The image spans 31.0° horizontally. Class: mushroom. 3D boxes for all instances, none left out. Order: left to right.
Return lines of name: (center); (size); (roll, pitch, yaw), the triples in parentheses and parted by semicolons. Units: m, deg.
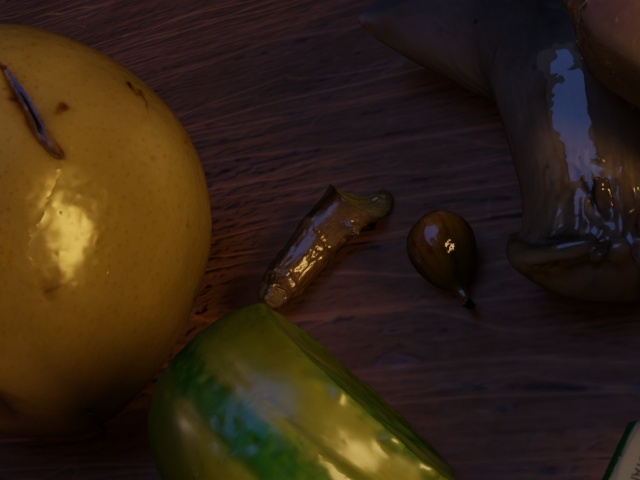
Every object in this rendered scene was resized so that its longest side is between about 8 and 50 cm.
mushroom: (0.159, -0.116, 0.821); (0.177, 0.126, 0.397); (-41, 35, 14)

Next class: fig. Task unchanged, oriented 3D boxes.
fig: (0.089, 0.017, 0.801); (0.050, 0.050, 0.083); (-29, 51, 11)

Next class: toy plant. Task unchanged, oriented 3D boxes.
toy plant: (-0.081, 0.200, 0.651); (0.224, 0.184, 0.316); (39, 90, 35)

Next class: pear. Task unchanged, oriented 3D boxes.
pear: (-0.235, -0.003, 0.888); (0.309, 0.309, 0.309); (-22, 39, 19)

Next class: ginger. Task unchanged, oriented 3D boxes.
ginger: (-0.002, -0.001, 0.898); (0.137, 0.044, 0.057); (-46, 55, -8)

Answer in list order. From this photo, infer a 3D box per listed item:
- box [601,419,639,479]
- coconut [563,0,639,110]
box: (0.212, 0.183, 0.472); (0.250, 0.103, 0.180); (8, 55, 44)
coconut: (0.253, -0.179, 0.639); (0.230, 0.227, 0.227); (117, 173, -52)
